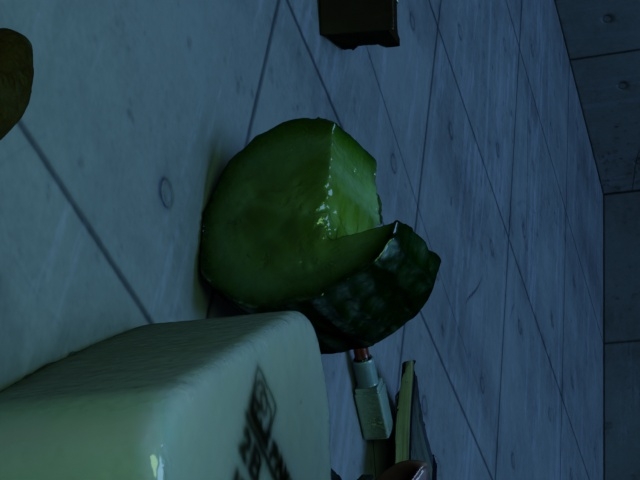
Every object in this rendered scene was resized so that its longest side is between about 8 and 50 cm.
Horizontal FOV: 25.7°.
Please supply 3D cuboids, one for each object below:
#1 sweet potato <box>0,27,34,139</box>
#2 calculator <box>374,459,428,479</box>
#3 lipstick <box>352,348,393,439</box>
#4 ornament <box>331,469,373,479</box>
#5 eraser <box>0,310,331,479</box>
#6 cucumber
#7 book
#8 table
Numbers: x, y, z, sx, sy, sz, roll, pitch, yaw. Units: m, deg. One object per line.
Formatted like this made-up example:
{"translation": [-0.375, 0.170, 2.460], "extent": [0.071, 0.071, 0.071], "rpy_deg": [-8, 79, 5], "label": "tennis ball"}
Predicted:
{"translation": [-0.215, -0.091, 0.794], "extent": [0.233, 0.062, 0.081], "rpy_deg": [-9, 91, -74], "label": "sweet potato"}
{"translation": [0.025, 0.352, 1.220], "extent": [0.330, 0.048, 0.220], "rpy_deg": [-63, 154, -13], "label": "calculator"}
{"translation": [0.052, 0.155, 1.544], "extent": [0.030, 0.030, 0.129], "rpy_deg": [-54, 135, -63], "label": "lipstick"}
{"translation": [-0.006, 0.269, 1.258], "extent": [0.236, 0.080, 0.202], "rpy_deg": [59, 31, -52], "label": "ornament"}
{"translation": [-0.102, 0.176, 0.896], "extent": [0.331, 0.149, 0.331], "rpy_deg": [-7, 90, -70], "label": "eraser"}
{"translation": [-0.010, 0.001, 1.214], "extent": [0.130, 0.191, 0.191], "rpy_deg": [52, 36, -60], "label": "cucumber"}
{"translation": [0.112, 0.270, 1.654], "extent": [0.231, 0.026, 0.157], "rpy_deg": [75, 17, -46], "label": "book"}
{"translation": [0.048, -0.260, 1.598], "extent": [0.082, 0.083, 0.070], "rpy_deg": [25, 63, -76], "label": "table"}
